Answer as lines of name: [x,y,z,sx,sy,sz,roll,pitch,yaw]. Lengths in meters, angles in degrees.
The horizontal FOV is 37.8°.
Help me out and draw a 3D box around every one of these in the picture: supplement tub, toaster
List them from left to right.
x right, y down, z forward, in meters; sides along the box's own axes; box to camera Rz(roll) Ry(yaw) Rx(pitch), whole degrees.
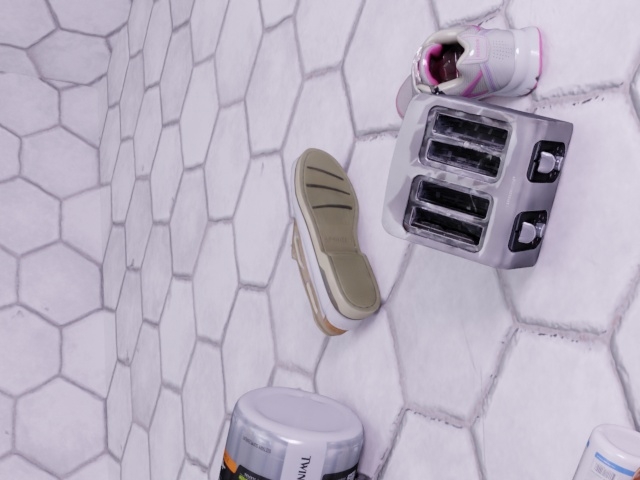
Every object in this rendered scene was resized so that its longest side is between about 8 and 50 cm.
supplement tub: [-0.059,0.389,1.352,0.193,0.193,0.316,32,113,61]
toaster: [0.164,-0.072,1.023,0.185,0.110,0.168,19,102,26]
supplement tub: [0.268,0.231,0.866,0.071,0.071,0.107,47,126,57]

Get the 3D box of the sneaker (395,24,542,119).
sneaker: [0.155,-0.208,1.155,0.252,0.111,0.103,-23,63,61]

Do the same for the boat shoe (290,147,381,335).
boat shoe: [0.000,0.000,1.418,0.103,0.113,0.302,-46,45,43]

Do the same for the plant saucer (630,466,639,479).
plant saucer: [0.308,0.223,0.804,0.083,0.013,0.083,5,102,26]
